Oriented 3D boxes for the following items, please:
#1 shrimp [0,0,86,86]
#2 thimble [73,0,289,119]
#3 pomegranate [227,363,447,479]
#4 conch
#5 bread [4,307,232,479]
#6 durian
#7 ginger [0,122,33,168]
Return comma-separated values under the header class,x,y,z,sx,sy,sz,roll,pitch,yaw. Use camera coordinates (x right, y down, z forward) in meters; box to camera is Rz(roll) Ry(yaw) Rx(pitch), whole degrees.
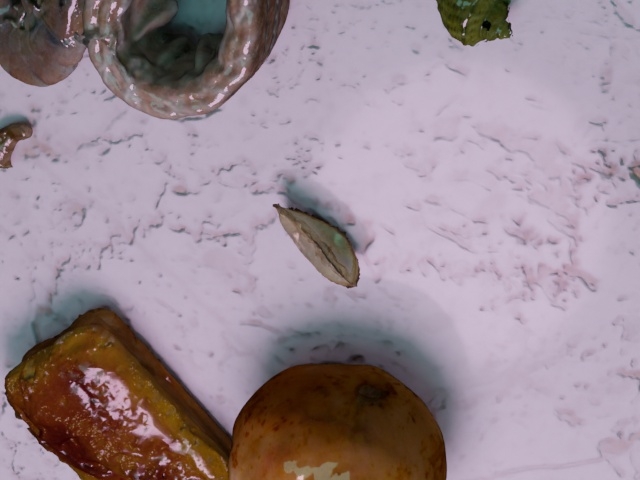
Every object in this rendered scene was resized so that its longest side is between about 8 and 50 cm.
class,x,y,z,sx,sy,sz,roll,pitch,yaw
shrimp,-0.298,-0.283,1.957,0.145,0.059,0.254,30,127,17
thimble,-0.134,-0.246,1.885,0.196,0.148,0.229,36,120,-6
pomegranate,0.019,0.252,2.045,0.248,0.248,0.248,5,116,11
conch,0.155,-0.252,1.869,0.089,0.074,0.121,-45,81,-4
bread,-0.207,0.262,2.169,0.185,0.109,0.380,-35,105,25
durian,-0.007,0.007,2.023,0.130,0.066,0.052,47,116,0
ginger,-0.368,-0.101,2.075,0.097,0.030,0.048,-18,108,22
